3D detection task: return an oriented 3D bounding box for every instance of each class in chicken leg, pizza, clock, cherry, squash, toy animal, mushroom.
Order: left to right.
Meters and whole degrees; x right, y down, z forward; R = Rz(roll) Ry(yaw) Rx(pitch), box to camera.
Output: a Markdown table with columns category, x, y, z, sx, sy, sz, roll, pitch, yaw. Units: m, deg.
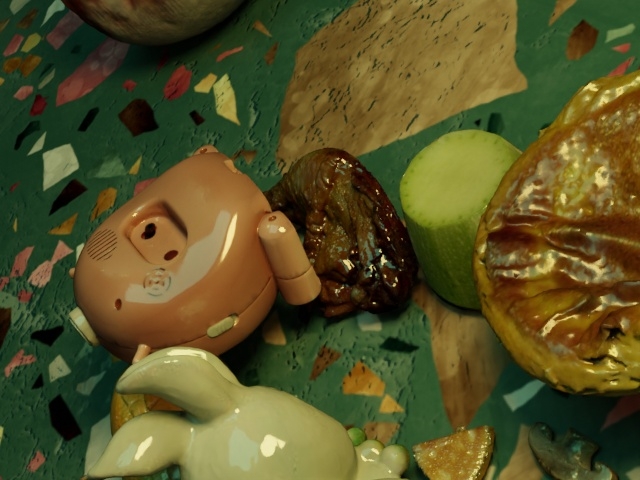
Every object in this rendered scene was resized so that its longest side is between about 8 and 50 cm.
| category | x | y | z | sx | sy | sz | roll | pitch | yaw |
| --- | --- | --- | --- | --- | --- | --- | --- | --- | --- |
| cherry | -0.209 | -0.434 | 1.757 | 0.335 | 0.291 | 0.326 | -48 | 21 | -22 |
| clock | -0.159 | 0.024 | 1.354 | 0.241 | 0.142 | 0.227 | -33 | 41 | -11 |
| toy animal | -0.048 | 0.242 | 1.143 | 0.183 | 0.247 | 0.310 | -48 | 52 | 25 |
| chicken leg | 0.005 | -0.012 | 1.411 | 0.177 | 0.083 | 0.322 | -57 | 41 | 18 |
| pizza | 0.122 | 0.202 | 1.178 | 0.078 | 0.025 | 0.083 | 13 | 61 | 40 |
| squash | 0.158 | -0.026 | 1.263 | 0.170 | 0.123 | 0.170 | -19 | 48 | 22 |
| mushroom | 0.217 | 0.189 | 1.112 | 0.049 | 0.019 | 0.101 | -52 | 42 | -6 |

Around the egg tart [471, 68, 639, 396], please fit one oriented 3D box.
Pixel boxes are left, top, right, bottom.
| category | x | y | z | sx | sy | sz | roll | pitch | yaw |
| --- | --- | --- | --- | --- | --- | --- | --- | --- | --- |
| egg tart | 0.300 | 0.000 | 1.081 | 0.351 | 0.153 | 0.339 | -22 | 47 | 22 |

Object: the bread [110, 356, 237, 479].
| category | x | y | z | sx | sy | sz | roll | pitch | yaw |
| --- | --- | --- | --- | --- | --- | --- | --- | --- | --- |
| bread | -0.144 | 0.206 | 1.341 | 0.140 | 0.106 | 0.236 | -36 | 43 | 10 |
